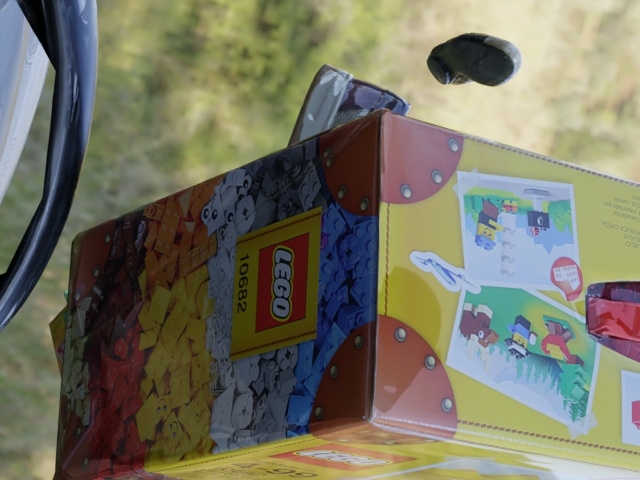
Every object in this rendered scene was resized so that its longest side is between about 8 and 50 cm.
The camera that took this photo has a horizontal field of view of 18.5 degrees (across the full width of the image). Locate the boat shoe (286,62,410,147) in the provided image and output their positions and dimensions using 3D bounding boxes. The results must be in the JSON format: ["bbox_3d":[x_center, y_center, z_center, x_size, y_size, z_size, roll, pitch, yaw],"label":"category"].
[{"bbox_3d":[0.000,0.000,1.568,0.103,0.092,0.285,83,23,-75],"label":"boat shoe"}]

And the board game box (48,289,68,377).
[{"bbox_3d":[-0.151,0.155,1.612,0.039,0.124,0.259,-42,-138,23],"label":"board game box"}]

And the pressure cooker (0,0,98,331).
[{"bbox_3d":[-0.338,-0.103,1.163,0.370,0.420,0.375,94,18,-62],"label":"pressure cooker"}]

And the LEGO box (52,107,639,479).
[{"bbox_3d":[0.123,0.093,1.369,0.372,0.500,0.193,-19,-116,52],"label":"LEGO box"}]

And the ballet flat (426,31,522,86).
[{"bbox_3d":[0.146,-0.174,1.829,0.049,0.057,0.173,-38,-166,-13],"label":"ballet flat"}]
